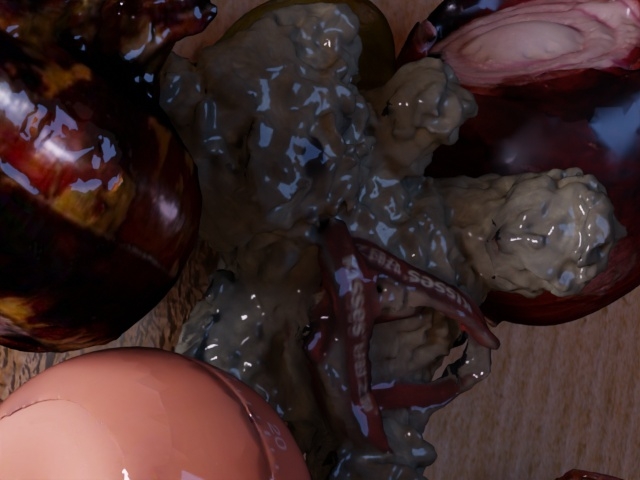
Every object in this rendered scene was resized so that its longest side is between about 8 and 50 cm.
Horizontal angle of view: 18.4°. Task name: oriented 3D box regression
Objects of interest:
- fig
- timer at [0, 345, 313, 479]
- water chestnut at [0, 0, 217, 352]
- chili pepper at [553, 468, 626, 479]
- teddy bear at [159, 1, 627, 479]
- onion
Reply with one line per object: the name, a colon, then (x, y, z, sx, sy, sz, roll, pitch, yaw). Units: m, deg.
fig: (-0.042, -0.132, 1.599, 0.274, 0.145, 0.170, 5, 74, -40)
timer: (-0.119, 0.186, 1.291, 0.215, 0.229, 0.230, 27, 58, -53)
water chestnut: (-0.187, -0.079, 1.220, 0.300, 0.300, 0.300, 23, 61, -50)
chili pepper: (0.290, 0.345, 1.828, 0.305, 0.229, 0.251, 27, 75, -49)
teddy bear: (0.000, 0.000, 1.496, 0.357, 0.224, 0.367, -50, 124, -5)
onion: (0.195, -0.079, 1.773, 0.341, 0.341, 0.341, 23, 61, -50)
